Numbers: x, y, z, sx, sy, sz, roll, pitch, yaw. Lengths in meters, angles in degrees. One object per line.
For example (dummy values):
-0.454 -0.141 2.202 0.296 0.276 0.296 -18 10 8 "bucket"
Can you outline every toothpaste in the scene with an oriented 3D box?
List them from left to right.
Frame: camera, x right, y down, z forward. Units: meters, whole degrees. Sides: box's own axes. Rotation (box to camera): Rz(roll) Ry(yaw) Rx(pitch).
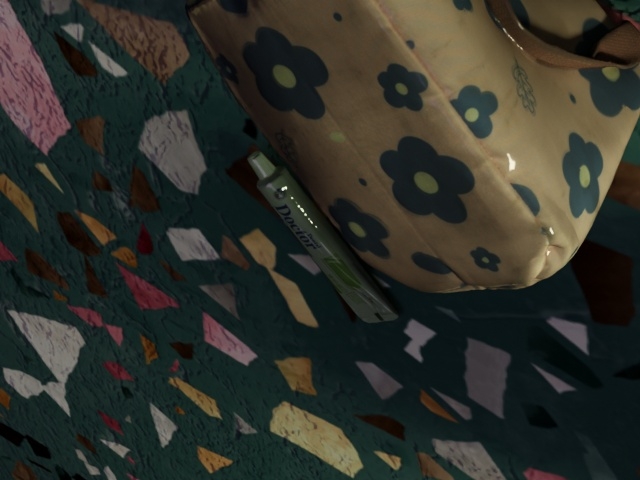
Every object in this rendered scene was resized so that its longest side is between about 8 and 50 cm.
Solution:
0.000 0.000 1.173 0.048 0.029 0.197 -11 123 50 "toothpaste"

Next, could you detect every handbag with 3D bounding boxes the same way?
0.073 -0.116 0.828 0.251 0.193 0.190 52 150 -18 "handbag"
